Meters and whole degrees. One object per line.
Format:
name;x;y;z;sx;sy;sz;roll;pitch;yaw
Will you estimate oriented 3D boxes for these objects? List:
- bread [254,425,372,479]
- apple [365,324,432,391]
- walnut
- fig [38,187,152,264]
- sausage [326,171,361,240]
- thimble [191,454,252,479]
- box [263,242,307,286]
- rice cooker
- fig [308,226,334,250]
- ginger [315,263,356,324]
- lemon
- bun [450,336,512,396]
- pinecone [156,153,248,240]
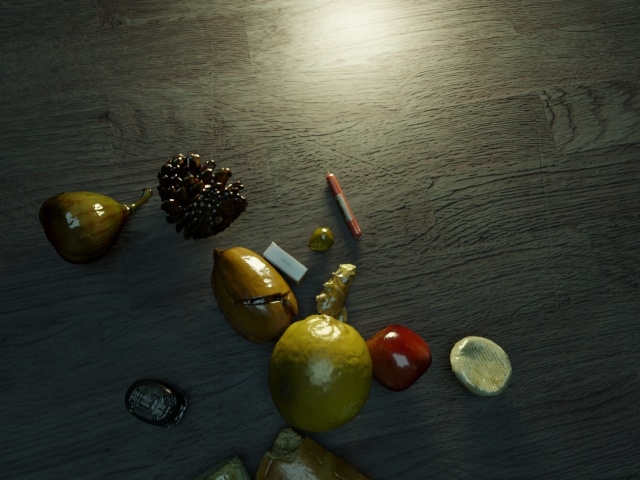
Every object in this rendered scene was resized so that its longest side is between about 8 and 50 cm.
bread;-0.004;0.660;1.159;0.344;0.149;0.195;30;71;4
apple;0.219;0.333;1.244;0.181;0.181;0.168;-34;78;-10
walnut;-0.208;0.143;1.255;0.209;0.209;0.336;-41;75;-11
fig;-0.642;-0.075;1.295;0.321;0.217;0.217;-33;80;-31
sausage;0.076;-0.112;1.413;0.034;0.034;0.253;-24;79;-9
thimble;-0.263;0.680;1.152;0.190;0.137;0.143;-33;81;13
box;-0.105;0.076;1.308;0.130;0.129;0.051;36;77;5
rice cooker;-0.459;0.451;1.212;0.165;0.106;0.112;20;72;12
fig;0.000;0.000;1.365;0.088;0.074;0.074;-34;80;8
ginger;0.041;0.164;1.320;0.115;0.081;0.205;12;77;-7
lemon;0.001;0.354;1.167;0.297;0.297;0.297;1;77;-3
bun;0.465;0.379;1.285;0.183;0.102;0.183;3;58;-6
pinecone;-0.367;-0.146;1.296;0.246;0.246;0.292;-40;67;-11
